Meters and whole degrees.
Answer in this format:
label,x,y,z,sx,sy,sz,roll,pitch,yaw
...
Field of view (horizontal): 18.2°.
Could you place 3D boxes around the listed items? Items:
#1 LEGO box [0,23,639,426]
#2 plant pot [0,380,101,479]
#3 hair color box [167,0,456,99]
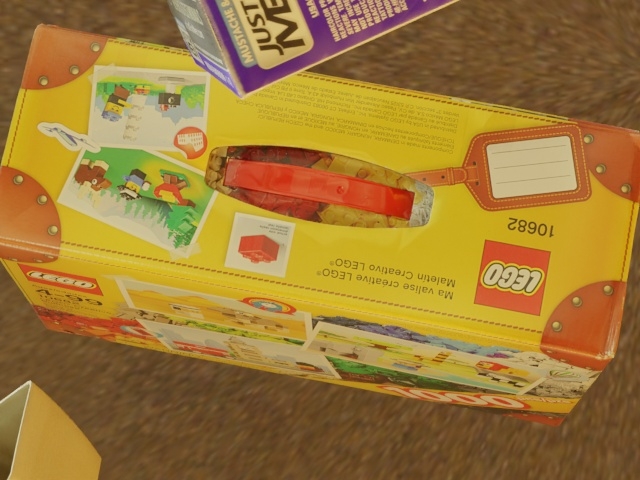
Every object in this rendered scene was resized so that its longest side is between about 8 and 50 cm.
label,x,y,z,sx,sy,sz,roll,pitch,yaw
LEGO box,0.000,0.000,1.735,0.500,0.372,0.193,10,77,3
plant pot,-0.251,0.205,1.706,0.096,0.109,0.109,35,129,-28
hair color box,0.068,-0.211,1.244,0.339,0.185,0.110,-23,105,-6
